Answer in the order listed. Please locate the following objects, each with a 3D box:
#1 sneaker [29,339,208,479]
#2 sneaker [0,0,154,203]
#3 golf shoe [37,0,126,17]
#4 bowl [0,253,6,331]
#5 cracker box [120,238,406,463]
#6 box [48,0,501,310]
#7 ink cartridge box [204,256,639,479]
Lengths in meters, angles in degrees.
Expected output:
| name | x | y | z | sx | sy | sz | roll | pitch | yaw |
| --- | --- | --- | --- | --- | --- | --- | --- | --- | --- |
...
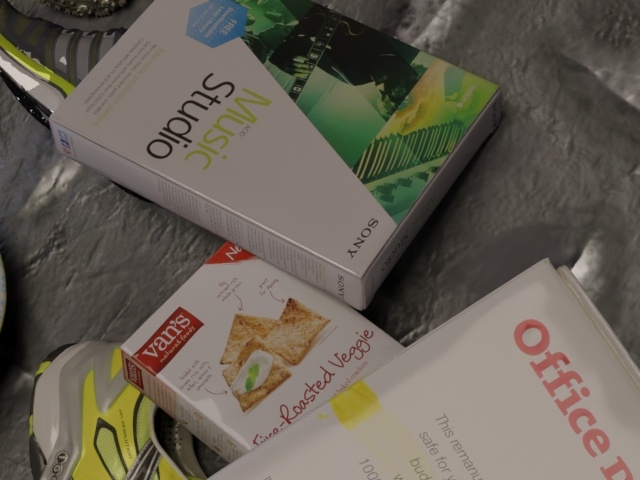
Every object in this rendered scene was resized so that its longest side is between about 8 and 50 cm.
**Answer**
| name | x | y | z | sx | sy | sz | roll | pitch | yaw |
| --- | --- | --- | --- | --- | --- | --- | --- | --- | --- |
| sneaker | -0.159 | 0.262 | 1.349 | 0.147 | 0.145 | 0.384 | -11 | 72 | 19 |
| sneaker | -0.221 | -0.158 | 1.535 | 0.300 | 0.111 | 0.121 | 40 | 78 | 23 |
| golf shoe | -0.201 | -0.274 | 1.583 | 0.176 | 0.069 | 0.086 | -8 | 52 | 16 |
| bowl | -0.454 | 0.064 | 1.500 | 0.156 | 0.289 | 0.289 | -44 | 53 | 53 |
| cracker box | -0.029 | 0.116 | 1.332 | 0.232 | 0.067 | 0.155 | 36 | 64 | 17 |
| box | -0.038 | -0.105 | 1.395 | 0.322 | 0.058 | 0.232 | 27 | 62 | 18 |
| ink cartridge box | 0.088 | 0.239 | 1.131 | 0.385 | 0.160 | 0.279 | -33 | 69 | 4 |
